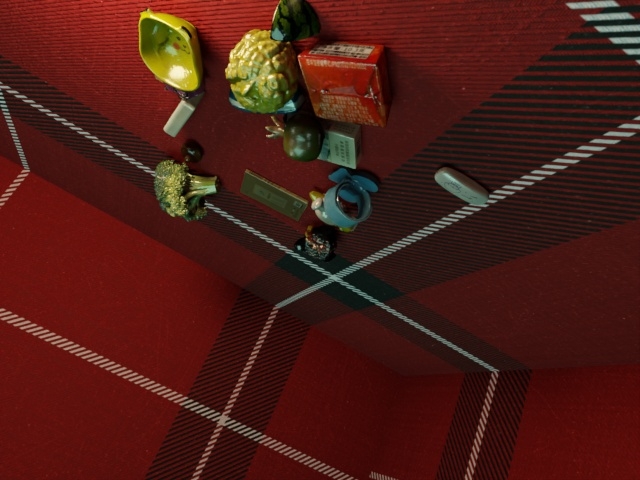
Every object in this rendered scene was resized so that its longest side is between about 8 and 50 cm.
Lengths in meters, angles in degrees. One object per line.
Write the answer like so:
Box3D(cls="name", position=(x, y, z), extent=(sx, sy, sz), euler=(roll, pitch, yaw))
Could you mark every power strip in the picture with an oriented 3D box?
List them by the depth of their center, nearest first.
Box3D(cls="power strip", position=(-0.529, -0.490, 1.913), extent=(0.058, 0.098, 0.338), euler=(32, 155, -22))

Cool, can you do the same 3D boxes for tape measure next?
Box3D(cls="tape measure", position=(-0.460, -0.543, 1.709), extent=(0.118, 0.125, 0.074), euler=(31, 164, 21))

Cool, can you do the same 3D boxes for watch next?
Box3D(cls="watch", position=(0.100, -0.155, 1.875), extent=(0.210, 0.193, 0.211), euler=(18, 154, 9))

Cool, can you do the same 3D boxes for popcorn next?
Box3D(cls="popcorn", position=(-0.162, -0.494, 1.468), extent=(0.205, 0.251, 0.237), euler=(-2, 114, 5))

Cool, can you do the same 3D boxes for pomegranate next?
Box3D(cls="pomegranate", position=(-0.079, -0.337, 1.608), extent=(0.191, 0.131, 0.152), euler=(21, 122, 27))

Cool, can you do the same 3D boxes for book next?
Box3D(cls="book", position=(-0.216, -0.203, 2.286), extent=(0.310, 0.021, 0.217), euler=(27, 156, -5))

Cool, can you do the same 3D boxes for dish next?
Box3D(cls="dish", position=(-0.452, -0.614, 1.572), extent=(0.221, 0.108, 0.262), euler=(26, 149, 5))

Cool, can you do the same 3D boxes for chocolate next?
Box3D(cls="chocolate", position=(0.081, -0.449, 1.416), extent=(0.237, 0.108, 0.235), euler=(15, 154, 24))

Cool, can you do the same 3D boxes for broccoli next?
Box3D(cls="broccoli", position=(-0.647, -0.214, 2.393), extent=(0.301, 0.249, 0.375), euler=(17, 149, 24))

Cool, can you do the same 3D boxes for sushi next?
Box3D(cls="sushi", position=(0.000, 0.000, 2.346), extent=(0.172, 0.153, 0.150), euler=(41, 141, 17))

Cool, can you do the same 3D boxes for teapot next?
Box3D(cls="teapot", position=(-0.573, -0.381, 2.192), extent=(0.098, 0.078, 0.129), euler=(26, 155, -2))

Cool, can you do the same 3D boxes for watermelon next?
Box3D(cls="watermelon", position=(-0.067, -0.583, 1.345), extent=(0.135, 0.125, 0.094), euler=(15, -169, -23))

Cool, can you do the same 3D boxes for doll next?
Box3D(cls="doll", position=(0.049, -0.119, 2.027), extent=(0.252, 0.111, 0.237), euler=(38, -167, -25))

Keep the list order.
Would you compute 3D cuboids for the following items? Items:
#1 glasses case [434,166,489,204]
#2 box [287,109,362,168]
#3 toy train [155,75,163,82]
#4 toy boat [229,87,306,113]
Box3D(cls="glasses case", position=(0.470, -0.179, 1.655), extent=(0.197, 0.049, 0.076), euler=(30, 156, -10))
Box3D(cls="box", position=(0.011, -0.351, 1.718), extent=(0.256, 0.069, 0.164), euler=(18, 154, 15))
Box3D(cls="toy train", position=(-0.564, -0.607, 1.783), extent=(0.064, 0.044, 0.103), euler=(33, 157, 8))
Box3D(cls="toy boat", position=(-0.191, -0.470, 1.645), extent=(0.299, 0.096, 0.062), euler=(10, 145, 28))
